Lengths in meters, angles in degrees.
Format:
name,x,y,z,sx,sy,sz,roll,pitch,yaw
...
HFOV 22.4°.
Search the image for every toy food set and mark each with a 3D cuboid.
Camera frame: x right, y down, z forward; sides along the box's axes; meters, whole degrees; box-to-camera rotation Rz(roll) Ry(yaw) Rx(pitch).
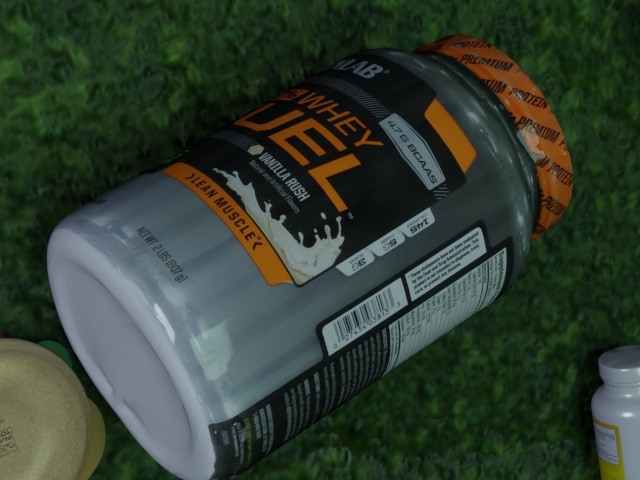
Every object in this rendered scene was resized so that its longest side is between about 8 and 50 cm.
name,x,y,z,sx,sy,sz,roll,pitch,yaw
toy food set,-0.125,0.075,0.622,0.083,0.020,0.083,-38,117,-21

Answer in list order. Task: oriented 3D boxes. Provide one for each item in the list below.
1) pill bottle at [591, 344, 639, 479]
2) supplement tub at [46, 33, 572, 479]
name,x,y,z,sx,sy,sz,roll,pitch,yaw
pill bottle,0.157,0.095,0.796,0.043,0.043,0.083,-20,110,-29
supplement tub,0.000,0.000,0.632,0.190,0.117,0.117,-32,115,-25
